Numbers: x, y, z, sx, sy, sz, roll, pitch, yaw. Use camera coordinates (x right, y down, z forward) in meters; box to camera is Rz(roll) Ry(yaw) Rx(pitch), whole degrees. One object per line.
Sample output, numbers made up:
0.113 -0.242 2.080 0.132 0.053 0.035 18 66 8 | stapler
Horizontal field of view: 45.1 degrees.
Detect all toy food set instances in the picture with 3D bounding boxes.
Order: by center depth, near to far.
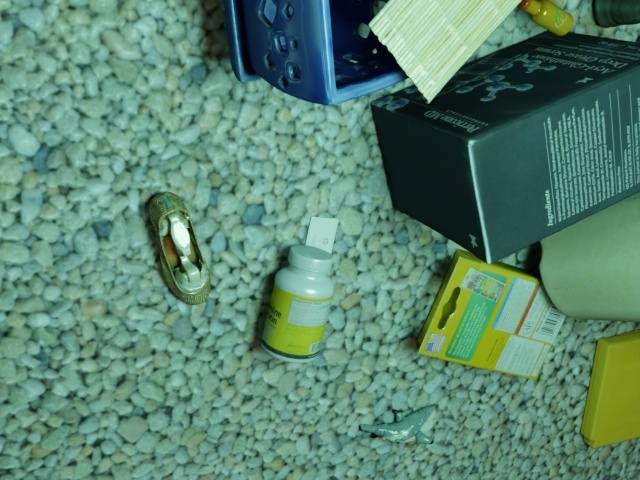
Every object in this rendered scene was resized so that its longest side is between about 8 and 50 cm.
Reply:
0.395 -0.472 1.278 0.104 0.111 0.232 16 105 -31 | toy food set

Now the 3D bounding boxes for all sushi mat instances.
0.208 -0.344 1.011 0.316 0.019 0.151 -48 123 1 | sushi mat

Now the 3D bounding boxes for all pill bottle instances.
-0.034 0.106 1.304 0.103 0.103 0.184 5 107 -28 | pill bottle

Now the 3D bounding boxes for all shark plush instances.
0.155 0.370 1.553 0.161 0.073 0.067 0 91 -5 | shark plush

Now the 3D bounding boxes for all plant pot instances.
-0.004 -0.329 1.053 0.236 0.212 0.236 -29 124 -43 | plant pot
0.590 0.022 1.420 0.333 0.305 0.334 9 76 -40 | plant pot

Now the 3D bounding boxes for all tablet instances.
0.000 0.000 1.336 0.054 0.006 0.083 3 109 -28 | tablet

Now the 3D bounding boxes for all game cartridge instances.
0.770 0.337 1.832 0.323 0.052 0.286 -6 113 -22 | game cartridge

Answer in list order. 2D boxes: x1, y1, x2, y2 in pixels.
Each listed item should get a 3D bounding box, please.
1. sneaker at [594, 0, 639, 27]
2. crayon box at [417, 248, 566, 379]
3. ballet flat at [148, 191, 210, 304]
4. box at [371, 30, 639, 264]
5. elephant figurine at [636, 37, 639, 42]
0.641 -0.459 1.396 0.286 0.130 0.109 -33 120 -13 | sneaker
0.330 0.143 1.511 0.322 0.083 0.203 16 102 -31 | crayon box
-0.216 0.025 1.203 0.073 0.067 0.206 -26 120 -16 | ballet flat
0.334 -0.172 1.263 0.395 0.293 0.212 -25 119 -16 | box
0.692 -0.301 1.417 0.169 0.239 0.186 -4 112 -25 | elephant figurine
